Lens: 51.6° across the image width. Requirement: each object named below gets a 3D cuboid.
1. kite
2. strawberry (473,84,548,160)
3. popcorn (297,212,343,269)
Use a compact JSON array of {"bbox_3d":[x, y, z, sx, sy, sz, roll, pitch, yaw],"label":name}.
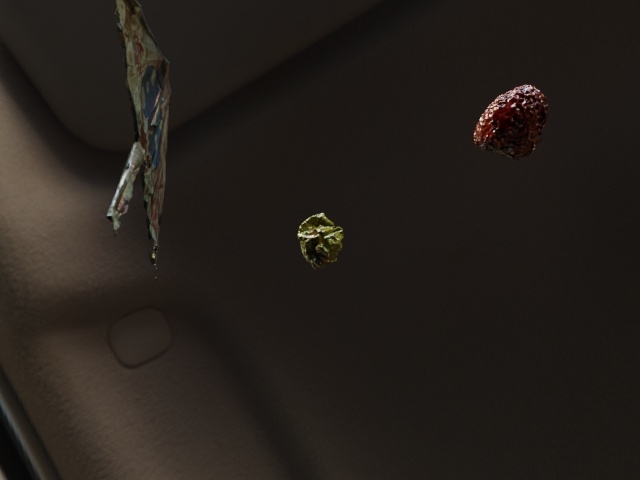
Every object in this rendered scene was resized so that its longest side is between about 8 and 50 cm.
[{"bbox_3d":[-0.205,-0.125,0.785,0.014,0.368,0.406,1,-51,-3],"label":"kite"},{"bbox_3d":[0.238,-0.146,0.816,0.083,0.083,0.096,29,-94,13],"label":"strawberry"},{"bbox_3d":[-0.003,0.001,0.977,0.068,0.059,0.083,-21,-106,49],"label":"popcorn"}]
